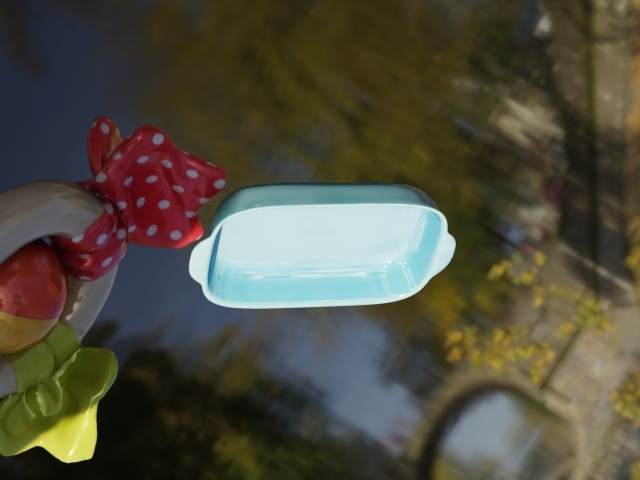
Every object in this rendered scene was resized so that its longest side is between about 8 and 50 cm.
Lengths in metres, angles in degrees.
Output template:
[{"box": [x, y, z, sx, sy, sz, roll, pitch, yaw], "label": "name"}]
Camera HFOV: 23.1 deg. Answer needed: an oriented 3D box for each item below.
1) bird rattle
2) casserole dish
[{"box": [-0.180, 0.032, 1.046, 0.253, 0.143, 0.207, -54, 158, 19], "label": "bird rattle"}, {"box": [0.000, 0.000, 1.098, 0.114, 0.188, 0.037, 105, -21, -49], "label": "casserole dish"}]
